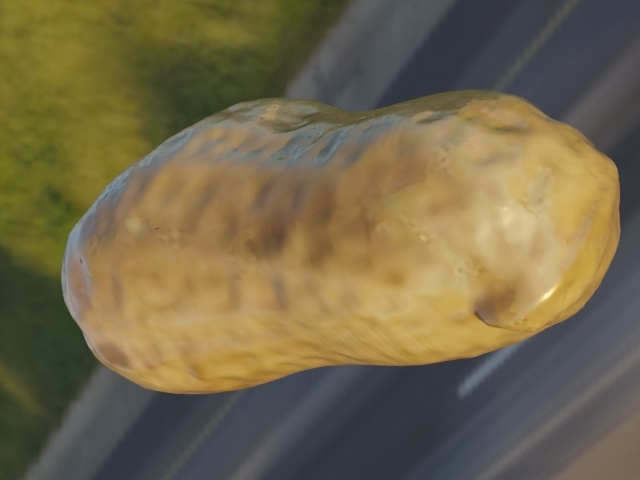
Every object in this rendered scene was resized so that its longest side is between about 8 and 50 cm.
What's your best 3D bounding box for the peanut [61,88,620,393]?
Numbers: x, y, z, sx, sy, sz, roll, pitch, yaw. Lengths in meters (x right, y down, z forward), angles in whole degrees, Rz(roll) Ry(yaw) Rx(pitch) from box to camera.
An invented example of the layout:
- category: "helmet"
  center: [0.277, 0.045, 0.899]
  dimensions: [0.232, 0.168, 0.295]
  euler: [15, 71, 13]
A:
- category: "peanut"
  center: [0.000, 0.000, 0.588]
  dimensions: [0.214, 0.099, 0.099]
  euler: [-5, 76, 44]
